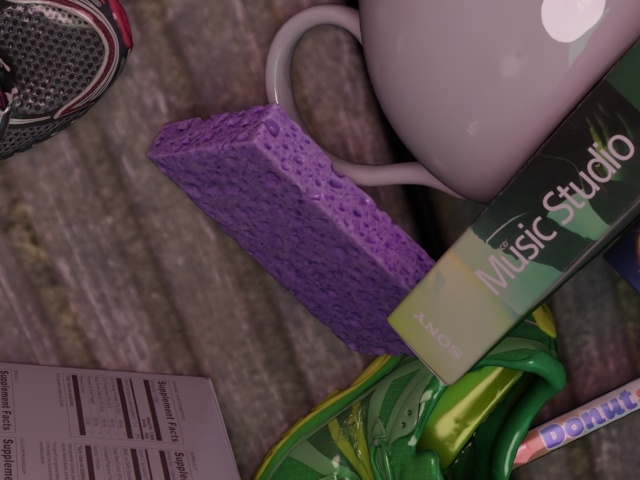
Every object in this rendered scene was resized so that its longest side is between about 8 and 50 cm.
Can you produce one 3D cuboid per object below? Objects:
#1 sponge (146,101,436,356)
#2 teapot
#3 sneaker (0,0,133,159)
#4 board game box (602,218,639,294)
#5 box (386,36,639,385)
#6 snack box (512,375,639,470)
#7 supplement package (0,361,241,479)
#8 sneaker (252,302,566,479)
[{"bbox_3d":[0.000,0.000,0.909,0.210,0.117,0.031,43,62,-28],"label":"sponge"},{"bbox_3d":[0.105,-0.153,0.820,0.256,0.252,0.187,-42,80,-18],"label":"teapot"},{"bbox_3d":[-0.243,-0.061,0.819,0.299,0.112,0.121,-24,119,-2],"label":"sneaker"},{"bbox_3d":[0.283,-0.009,0.938,0.165,0.042,0.243,-46,152,11],"label":"board game box"},{"bbox_3d":[0.188,-0.077,0.769,0.058,0.232,0.322,45,127,10],"label":"box"},{"bbox_3d":[0.192,0.123,1.043,0.178,0.064,0.022,-26,81,0],"label":"snack box"},{"bbox_3d":[-0.196,0.206,0.911,0.263,0.198,0.199,6,113,-16],"label":"supplement package"},{"bbox_3d":[0.048,0.152,0.987,0.109,0.123,0.295,32,105,-25],"label":"sneaker"}]
